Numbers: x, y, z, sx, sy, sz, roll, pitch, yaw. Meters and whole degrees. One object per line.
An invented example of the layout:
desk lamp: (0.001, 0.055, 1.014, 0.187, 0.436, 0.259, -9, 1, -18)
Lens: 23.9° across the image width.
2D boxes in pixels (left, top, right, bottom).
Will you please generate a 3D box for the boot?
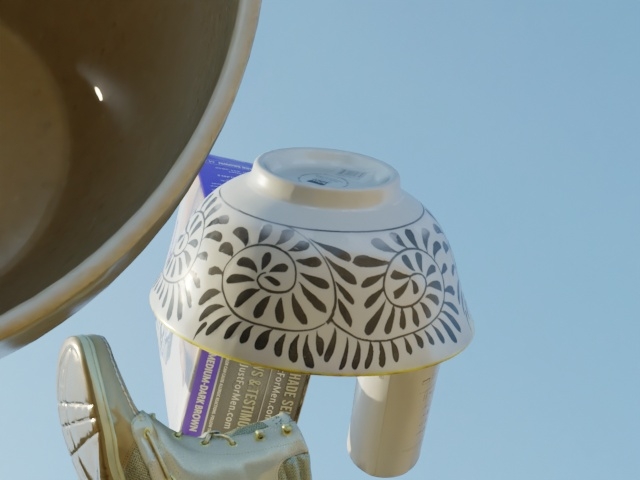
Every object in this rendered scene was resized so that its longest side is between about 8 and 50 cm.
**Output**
boot: (-0.099, 0.154, 1.149, 0.165, 0.213, 0.077, -19, -2, -29)

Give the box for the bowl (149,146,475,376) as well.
bowl: (0.000, 0.000, 0.775, 0.170, 0.170, 0.080, 5, -70, -4)

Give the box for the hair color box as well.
hair color box: (-0.082, 0.056, 1.425, 0.110, 0.339, 0.185, 11, -73, -14)

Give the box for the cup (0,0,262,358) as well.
cup: (-0.196, -0.073, 0.635, 0.331, 0.331, 0.237, 5, -18, -4)

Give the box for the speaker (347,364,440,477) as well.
speaker: (0.050, 0.105, 1.037, 0.055, 0.055, 0.136, 3, -41, -2)
